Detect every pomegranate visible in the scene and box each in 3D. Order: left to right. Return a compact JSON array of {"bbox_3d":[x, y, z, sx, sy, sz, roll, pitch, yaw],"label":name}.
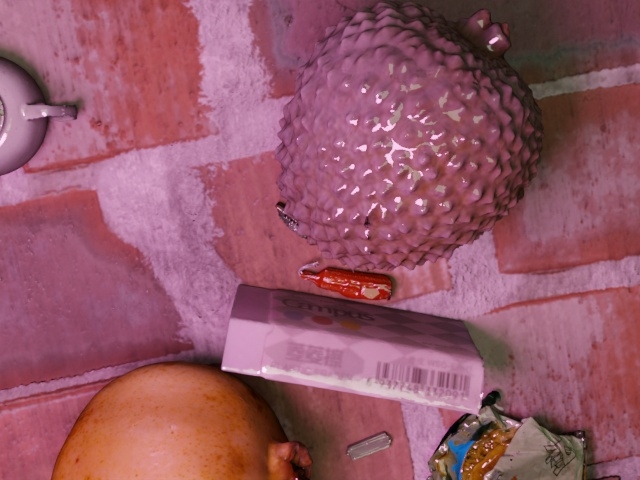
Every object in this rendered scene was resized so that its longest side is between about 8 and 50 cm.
[{"bbox_3d":[-0.195,0.383,1.272,0.416,0.416,0.417,0,95,-4],"label":"pomegranate"}]

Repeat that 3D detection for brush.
[{"bbox_3d":[0.000,0.000,1.442,0.190,0.034,0.028,34,102,-6],"label":"brush"}]

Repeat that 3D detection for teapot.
[{"bbox_3d":[-0.526,-0.194,1.344,0.294,0.129,0.193,-3,96,-3],"label":"teapot"}]

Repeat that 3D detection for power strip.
[{"bbox_3d":[0.081,0.353,1.484,0.083,0.017,0.027,-20,95,-2],"label":"power strip"}]

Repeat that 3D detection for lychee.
[{"bbox_3d":[0.126,-0.152,1.282,0.380,0.380,0.432,37,110,-6],"label":"lychee"}]

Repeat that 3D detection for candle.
[{"bbox_3d":[0.042,0.068,1.443,0.162,0.048,0.053,10,65,-3],"label":"candle"}]

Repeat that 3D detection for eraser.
[{"bbox_3d":[0.050,0.167,1.377,0.396,0.213,0.082,10,105,-5],"label":"eraser"}]

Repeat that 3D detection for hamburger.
[{"bbox_3d":[0.321,0.411,1.439,0.275,0.150,0.261,25,91,-5],"label":"hamburger"}]
